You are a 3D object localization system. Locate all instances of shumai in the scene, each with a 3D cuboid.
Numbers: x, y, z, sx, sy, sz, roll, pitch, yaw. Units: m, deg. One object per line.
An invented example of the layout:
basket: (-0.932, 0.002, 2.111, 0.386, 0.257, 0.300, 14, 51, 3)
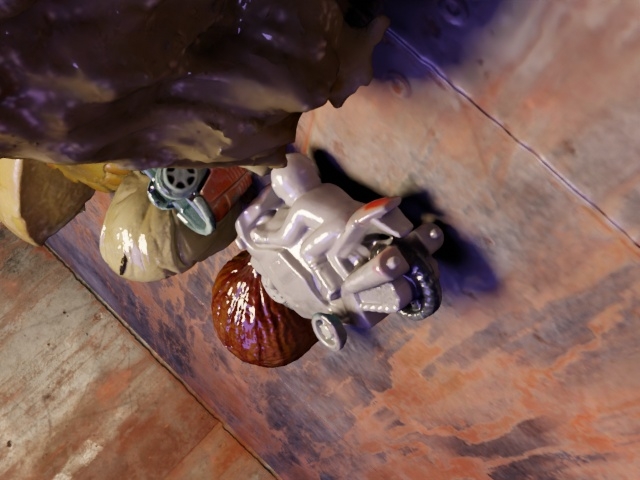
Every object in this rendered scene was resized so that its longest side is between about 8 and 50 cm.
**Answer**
shumai: (-0.110, -0.115, 0.444, 0.266, 0.314, 0.262, 7, 142, 40)

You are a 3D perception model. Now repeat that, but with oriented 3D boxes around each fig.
fig: (-0.060, 0.049, 0.875, 0.146, 0.134, 0.201, 29, 145, 17)

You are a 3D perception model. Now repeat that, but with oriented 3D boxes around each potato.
potato: (-0.431, -0.158, 1.089, 0.211, 0.189, 0.264, 39, 157, 19)

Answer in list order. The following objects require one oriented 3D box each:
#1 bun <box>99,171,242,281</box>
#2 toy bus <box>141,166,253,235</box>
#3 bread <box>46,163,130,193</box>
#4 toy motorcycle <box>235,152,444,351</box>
bun: (-0.172, -0.035, 0.863, 0.173, 0.166, 0.114, -123, 17, -64)
toy bus: (-0.163, -0.133, 0.734, 0.265, 0.120, 0.121, 49, 162, -8)
bread: (-0.273, -0.132, 0.920, 0.213, 0.105, 0.213, 17, 149, 10)
toy motorcycle: (0.000, 0.000, 0.708, 0.260, 0.110, 0.171, -2, 117, 56)
